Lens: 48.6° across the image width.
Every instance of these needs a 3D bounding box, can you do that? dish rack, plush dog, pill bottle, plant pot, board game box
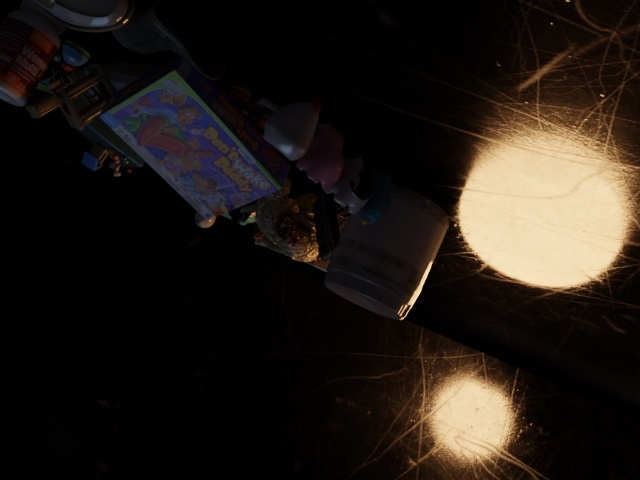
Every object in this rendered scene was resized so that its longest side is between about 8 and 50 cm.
[{"bbox_3d":[0.090,-0.002,1.947,0.271,0.208,0.074,24,137,-40],"label":"dish rack"},{"bbox_3d":[-0.083,-0.032,1.944,0.262,0.210,0.225,32,-165,-44],"label":"plush dog"},{"bbox_3d":[-0.633,-0.408,1.510,0.121,0.221,0.121,25,169,5],"label":"pill bottle"},{"bbox_3d":[-0.564,-0.329,1.916,0.234,0.166,0.165,35,166,-30],"label":"plant pot"},{"bbox_3d":[-0.266,-0.214,1.533,0.233,0.078,0.347,-21,128,32],"label":"board game box"}]

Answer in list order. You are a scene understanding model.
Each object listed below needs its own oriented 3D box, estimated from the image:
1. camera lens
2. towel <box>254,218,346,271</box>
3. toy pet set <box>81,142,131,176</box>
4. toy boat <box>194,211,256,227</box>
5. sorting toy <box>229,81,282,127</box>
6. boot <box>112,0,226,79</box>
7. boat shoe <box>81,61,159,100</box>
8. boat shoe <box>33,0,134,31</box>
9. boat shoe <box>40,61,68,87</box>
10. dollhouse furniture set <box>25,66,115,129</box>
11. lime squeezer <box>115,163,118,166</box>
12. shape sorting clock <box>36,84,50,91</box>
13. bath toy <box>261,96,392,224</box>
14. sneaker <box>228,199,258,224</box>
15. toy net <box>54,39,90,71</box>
[{"bbox_3d":[0.152,0.016,1.627,0.219,0.274,0.219,25,169,5],"label":"camera lens"},{"bbox_3d":[0.000,0.000,2.092,0.324,0.248,0.038,23,129,17],"label":"towel"},{"bbox_3d":[-0.581,-0.208,1.916,0.114,0.065,0.122,32,165,1],"label":"toy pet set"},{"bbox_3d":[-0.327,-0.117,2.279,0.267,0.148,0.318,23,-175,4],"label":"toy boat"},{"bbox_3d":[-0.095,-0.245,1.550,0.274,0.046,0.132,29,169,-22],"label":"sorting toy"},{"bbox_3d":[-0.291,-0.368,1.329,0.208,0.076,0.190,1,140,51],"label":"boot"},{"bbox_3d":[-0.439,-0.359,1.637,0.302,0.094,0.109,20,140,37],"label":"boat shoe"},{"bbox_3d":[-0.468,-0.453,1.220,0.302,0.113,0.103,24,175,10],"label":"boat shoe"},{"bbox_3d":[-0.732,-0.452,1.943,0.070,0.078,0.219,19,176,35],"label":"boat shoe"},{"bbox_3d":[-0.580,-0.302,1.606,0.161,0.182,0.101,11,133,46],"label":"dollhouse furniture set"},{"bbox_3d":[-0.464,-0.272,2.072,0.310,0.059,0.110,0,124,14],"label":"lime squeezer"},{"bbox_3d":[-0.813,-0.479,2.070,0.206,0.040,0.206,21,168,5],"label":"shape sorting clock"},{"bbox_3d":[0.022,-0.171,1.440,0.348,0.129,0.151,37,-177,-46],"label":"bath toy"},{"bbox_3d":[-0.221,-0.113,2.154,0.106,0.163,0.281,23,169,14],"label":"sneaker"},{"bbox_3d":[-0.670,-0.477,1.761,0.232,0.045,0.122,25,171,10],"label":"toy net"}]
